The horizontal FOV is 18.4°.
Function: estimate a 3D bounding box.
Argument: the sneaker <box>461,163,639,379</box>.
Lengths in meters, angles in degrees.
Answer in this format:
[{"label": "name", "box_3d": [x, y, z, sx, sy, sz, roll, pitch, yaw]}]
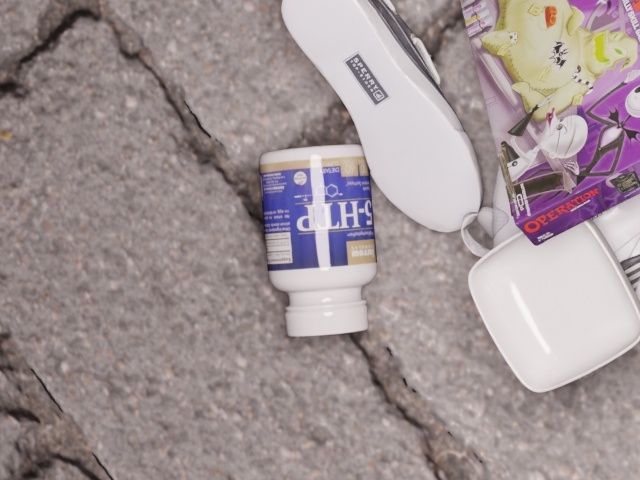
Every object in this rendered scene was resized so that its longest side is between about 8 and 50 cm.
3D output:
[{"label": "sneaker", "box_3d": [0.297, -0.058, 1.843, 0.210, 0.137, 0.366, 46, 111, 12]}]

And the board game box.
[{"label": "board game box", "box_3d": [0.243, -0.179, 1.813, 0.208, 0.056, 0.347, -25, 48, 18]}]

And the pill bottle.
[{"label": "pill bottle", "box_3d": [0.000, 0.000, 1.986, 0.112, 0.112, 0.187, -5, 91, 23]}]

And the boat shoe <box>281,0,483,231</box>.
[{"label": "boat shoe", "box_3d": [0.073, -0.150, 1.954, 0.108, 0.102, 0.301, -29, 104, 32]}]

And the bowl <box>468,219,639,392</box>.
[{"label": "bowl", "box_3d": [0.220, 0.052, 1.801, 0.142, 0.053, 0.142, -31, 86, 28]}]
